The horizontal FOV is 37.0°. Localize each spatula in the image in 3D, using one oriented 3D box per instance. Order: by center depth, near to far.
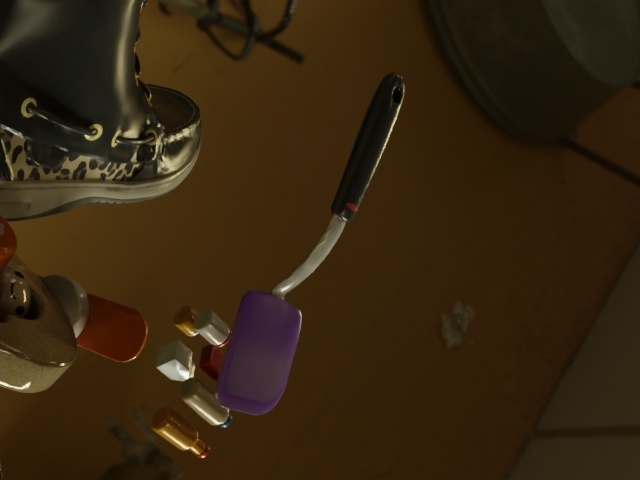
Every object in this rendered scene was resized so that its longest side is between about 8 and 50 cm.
[{"bbox_3d":[0.000,0.000,0.765,0.030,0.084,0.297,27,-92,39],"label":"spatula"}]

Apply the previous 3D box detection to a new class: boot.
[{"bbox_3d":[-0.187,-0.181,0.837,0.377,0.138,0.284,-22,138,-61],"label":"boot"}]

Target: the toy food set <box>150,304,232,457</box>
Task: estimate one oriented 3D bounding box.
[{"bbox_3d":[-0.178,0.208,1.474,0.111,0.104,0.232,-26,-142,22],"label":"toy food set"}]

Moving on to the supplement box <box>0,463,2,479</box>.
[{"bbox_3d":[-0.229,0.126,0.552,0.083,0.043,0.055,-8,173,-20],"label":"supplement box"}]

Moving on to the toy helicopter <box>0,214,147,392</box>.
[{"bbox_3d":[-0.289,0.006,0.817,0.140,0.235,0.355,-51,-140,9],"label":"toy helicopter"}]
